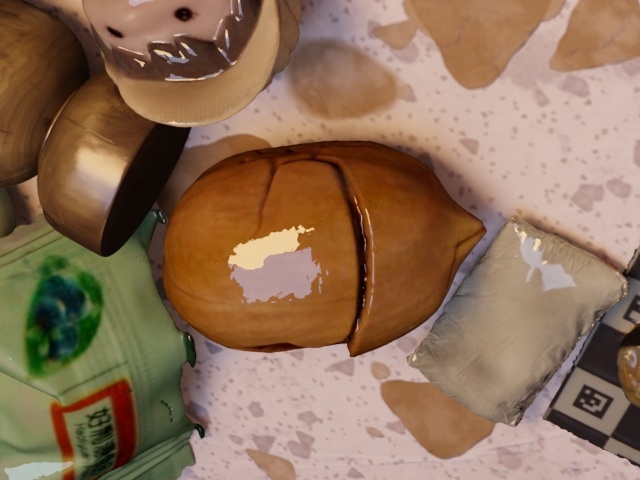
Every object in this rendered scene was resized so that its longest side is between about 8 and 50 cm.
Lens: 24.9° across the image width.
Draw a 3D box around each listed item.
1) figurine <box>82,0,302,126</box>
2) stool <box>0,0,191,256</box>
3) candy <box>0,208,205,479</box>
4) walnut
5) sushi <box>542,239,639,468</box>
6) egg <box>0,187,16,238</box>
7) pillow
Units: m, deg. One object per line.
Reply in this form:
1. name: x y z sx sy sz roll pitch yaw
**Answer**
1. figurine: -0.137 -0.253 1.193 0.185 0.204 0.332 -12 113 25
2. stool: -0.273 -0.124 1.359 0.264 0.179 0.179 29 130 5
3. candy: -0.258 0.159 1.513 0.172 0.263 0.398 48 152 46
4. walnut: 0.000 0.000 1.312 0.298 0.203 0.203 -10 119 10
5. sushi: 0.408 0.139 1.295 0.343 0.064 0.359 26 129 7
6. egg: -0.403 -0.012 1.516 0.192 0.149 0.149 -14 116 42
7. pillow: 0.181 0.081 1.369 0.128 0.051 0.229 33 129 1
